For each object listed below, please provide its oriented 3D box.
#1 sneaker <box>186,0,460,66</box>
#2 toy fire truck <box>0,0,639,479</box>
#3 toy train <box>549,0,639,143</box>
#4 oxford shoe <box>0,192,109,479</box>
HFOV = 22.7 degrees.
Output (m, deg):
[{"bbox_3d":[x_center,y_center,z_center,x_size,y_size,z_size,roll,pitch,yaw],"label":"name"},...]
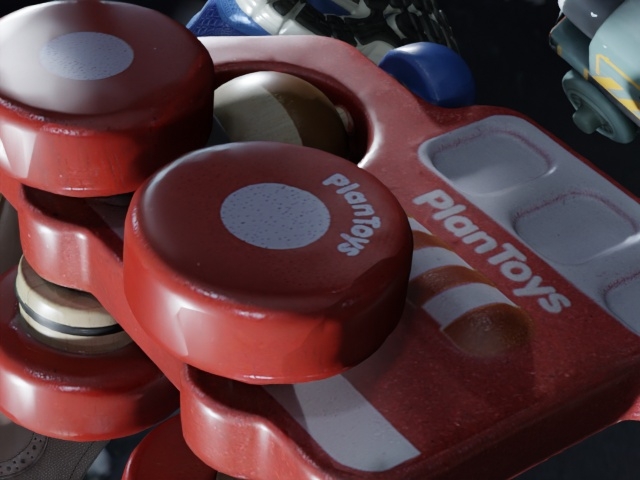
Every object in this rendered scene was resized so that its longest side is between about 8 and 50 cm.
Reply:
[{"bbox_3d":[0.008,-0.151,1.341,0.147,0.330,0.130,-30,-119,32],"label":"sneaker"},{"bbox_3d":[0.000,0.000,0.669,0.254,0.169,0.302,-20,-136,-31],"label":"toy fire truck"},{"bbox_3d":[0.309,-0.096,1.209,0.142,0.190,0.334,-42,-108,-5],"label":"toy train"},{"bbox_3d":[-0.227,0.103,1.218,0.132,0.130,0.364,4,-88,-19],"label":"oxford shoe"}]
